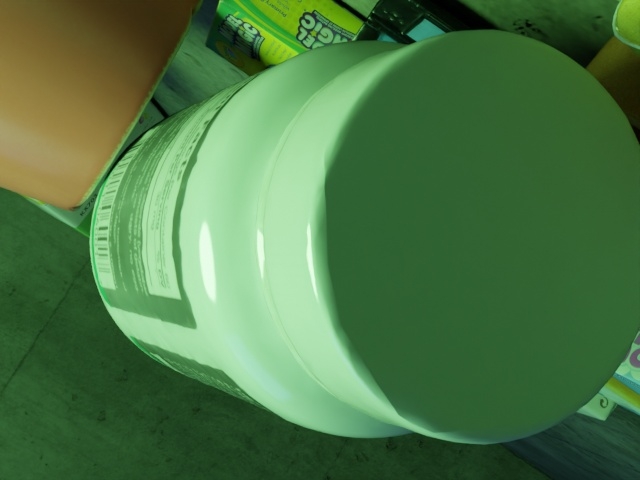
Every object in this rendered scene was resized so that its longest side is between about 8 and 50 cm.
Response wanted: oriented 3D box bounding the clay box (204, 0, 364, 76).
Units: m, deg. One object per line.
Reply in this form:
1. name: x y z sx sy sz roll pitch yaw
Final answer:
1. clay box: -0.002 -0.132 0.714 0.222 0.053 0.127 33 171 -8

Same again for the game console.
1. game console: 0.072 -0.093 0.611 0.122 0.071 0.107 32 178 -7

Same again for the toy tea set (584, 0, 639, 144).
1. toy tea set: 0.187 -0.015 0.483 0.200 0.124 0.336 31 171 7

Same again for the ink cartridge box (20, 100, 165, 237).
1. ink cartridge box: -0.343 -0.156 1.230 0.119 0.207 0.353 30 171 19

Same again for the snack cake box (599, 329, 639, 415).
1. snack cake box: 0.251 0.079 0.895 0.264 0.089 0.152 28 170 24

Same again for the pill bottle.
1. pill bottle: 0.000 0.000 0.552 0.204 0.204 0.361 35 167 -20

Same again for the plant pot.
1. plant pot: -0.235 -0.161 0.689 0.243 0.275 0.275 31 172 -16

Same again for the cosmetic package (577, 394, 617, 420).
1. cosmetic package: 0.243 0.114 1.137 0.231 0.085 0.117 36 170 -13
